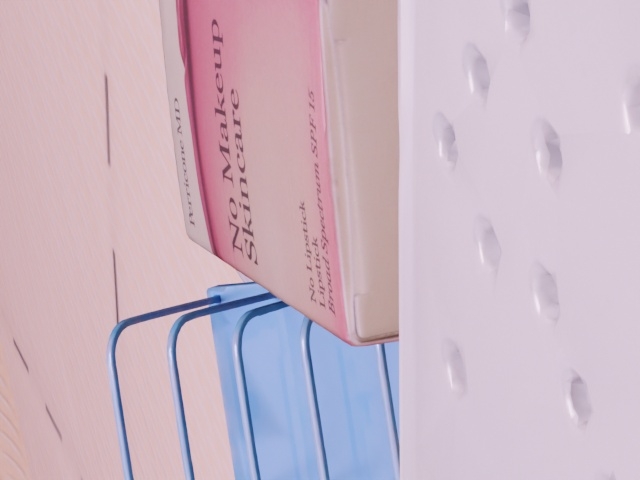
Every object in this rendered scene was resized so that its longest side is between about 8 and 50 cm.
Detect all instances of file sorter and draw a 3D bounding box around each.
[{"bbox_3d":[-0.005,0.081,0.870,0.170,0.104,0.118,-6,94,35],"label":"file sorter"}]

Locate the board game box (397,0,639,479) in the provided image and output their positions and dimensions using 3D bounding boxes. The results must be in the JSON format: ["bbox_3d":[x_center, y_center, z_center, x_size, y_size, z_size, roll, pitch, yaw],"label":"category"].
[{"bbox_3d":[0.105,0.154,0.307,0.390,0.050,0.390,-135,41,-64],"label":"board game box"}]

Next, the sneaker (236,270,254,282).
[{"bbox_3d":[0.000,0.000,0.984,0.091,0.094,0.258,-41,69,58],"label":"sneaker"}]

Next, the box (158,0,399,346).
[{"bbox_3d":[0.022,-0.057,0.810,0.232,0.126,0.149,-154,56,-67],"label":"box"}]
